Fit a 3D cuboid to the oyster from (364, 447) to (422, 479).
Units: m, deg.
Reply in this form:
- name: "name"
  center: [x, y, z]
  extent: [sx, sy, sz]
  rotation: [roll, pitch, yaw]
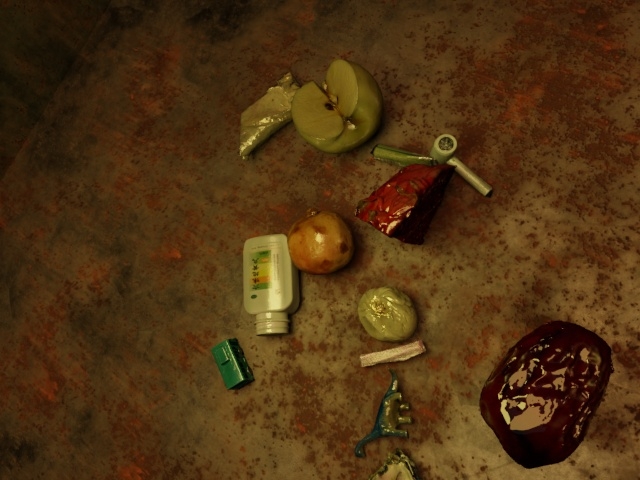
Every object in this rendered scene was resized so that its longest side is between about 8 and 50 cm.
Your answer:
- name: "oyster"
  center: [0.199, 0.721, 1.443]
  extent: [0.198, 0.092, 0.259]
  rotation: [1, 86, 20]

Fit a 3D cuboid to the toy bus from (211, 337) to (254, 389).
- name: "toy bus"
  center: [-0.293, 0.404, 1.696]
  extent: [0.079, 0.092, 0.160]
  rotation: [-32, 68, 9]

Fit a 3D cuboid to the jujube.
- name: "jujube"
  center: [0.569, 0.386, 1.311]
  extent: [0.258, 0.258, 0.376]
  rotation: [33, 77, 24]

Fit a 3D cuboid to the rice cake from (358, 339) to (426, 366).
- name: "rice cake"
  center: [0.217, 0.343, 1.555]
  extent: [0.207, 0.036, 0.047]
  rotation: [-16, 82, 16]

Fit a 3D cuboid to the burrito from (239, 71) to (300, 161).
- name: "burrito"
  center: [-0.193, -0.453, 1.873]
  extent: [0.348, 0.107, 0.175]
  rotation: [-45, 51, 3]

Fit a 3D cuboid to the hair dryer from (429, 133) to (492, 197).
- name: "hair dryer"
  center: [0.435, -0.217, 1.580]
  extent: [0.073, 0.131, 0.236]
  rotation: [-42, 80, -4]

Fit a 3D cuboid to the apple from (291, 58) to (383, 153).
- name: "apple"
  center: [0.069, -0.430, 1.700]
  extent: [0.295, 0.233, 0.257]
  rotation: [-43, 47, 17]

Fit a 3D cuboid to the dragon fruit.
- name: "dragon fruit"
  center: [0.214, -0.137, 1.493]
  extent: [0.228, 0.329, 0.286]
  rotation: [32, 108, 23]

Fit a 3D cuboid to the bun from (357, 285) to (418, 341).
- name: "bun"
  center: [0.201, 0.222, 1.551]
  extent: [0.164, 0.111, 0.188]
  rotation: [-38, 71, 11]

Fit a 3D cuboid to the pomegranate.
- name: "pomegranate"
  center: [0.000, 0.000, 1.622]
  extent: [0.215, 0.215, 0.215]
  rotation: [-5, 75, 19]

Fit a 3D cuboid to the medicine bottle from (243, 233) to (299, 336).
- name: "medicine bottle"
  center: [-0.163, 0.150, 1.698]
  extent: [0.179, 0.124, 0.324]
  rotation: [-8, 75, 19]

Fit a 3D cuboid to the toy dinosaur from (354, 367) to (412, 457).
- name: "toy dinosaur"
  center: [0.170, 0.507, 1.517]
  extent: [0.188, 0.075, 0.247]
  rotation: [-14, 78, 24]

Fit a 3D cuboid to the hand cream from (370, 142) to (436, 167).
- name: "hand cream"
  center: [0.271, -0.266, 1.673]
  extent: [0.235, 0.086, 0.055]
  rotation: [21, 68, 27]
